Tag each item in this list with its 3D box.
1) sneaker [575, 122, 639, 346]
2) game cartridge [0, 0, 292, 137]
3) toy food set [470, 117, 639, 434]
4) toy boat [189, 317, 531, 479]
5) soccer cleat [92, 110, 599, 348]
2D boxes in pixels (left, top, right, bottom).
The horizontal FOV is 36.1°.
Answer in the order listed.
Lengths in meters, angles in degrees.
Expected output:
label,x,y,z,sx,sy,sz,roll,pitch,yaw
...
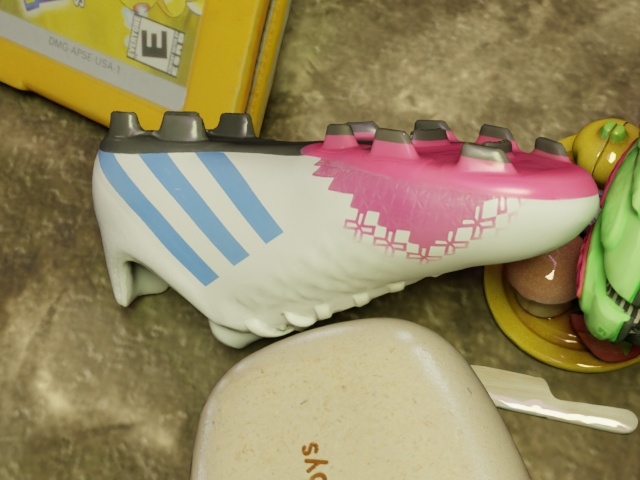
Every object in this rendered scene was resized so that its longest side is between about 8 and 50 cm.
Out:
label,x,y,z,sx,sy,sz,roll,pitch,yaw
sneaker,0.338,-0.078,0.532,0.482,0.185,0.202,-31,67,-20
game cartridge,-0.159,-0.229,0.693,0.323,0.285,0.052,24,24,20
toy food set,0.167,0.005,0.602,0.128,0.071,0.218,17,66,18
toy boat,0.088,0.158,0.505,0.318,0.148,0.267,-14,55,10
soccer cleat,0.000,0.000,0.574,0.331,0.116,0.143,8,102,35
